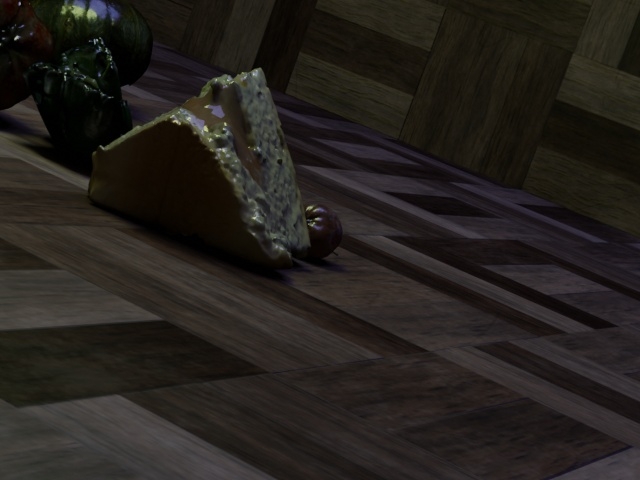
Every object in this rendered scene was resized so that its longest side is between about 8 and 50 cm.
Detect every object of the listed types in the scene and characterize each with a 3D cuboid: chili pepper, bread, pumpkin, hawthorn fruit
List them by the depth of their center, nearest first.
[{"bbox_3d":[-0.143,-0.049,1.756,0.211,0.224,0.183,-21,3,19],"label":"bread"},{"bbox_3d":[0.000,0.000,1.862,0.067,0.067,0.103,28,-14,42],"label":"hawthorn fruit"},{"bbox_3d":[-0.296,-0.160,1.960,0.116,0.148,0.264,-13,16,-7],"label":"chili pepper"},{"bbox_3d":[-0.446,-0.243,2.021,0.181,0.181,0.235,15,-9,-26],"label":"hawthorn fruit"},{"bbox_3d":[-0.379,-0.302,2.474,0.238,0.159,0.238,1,-3,0],"label":"pumpkin"}]
